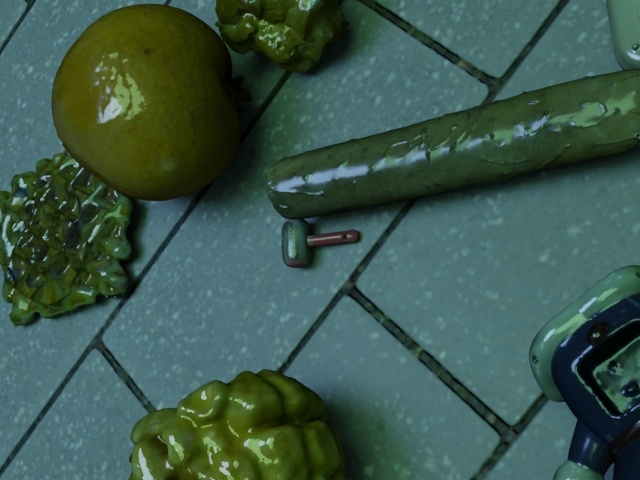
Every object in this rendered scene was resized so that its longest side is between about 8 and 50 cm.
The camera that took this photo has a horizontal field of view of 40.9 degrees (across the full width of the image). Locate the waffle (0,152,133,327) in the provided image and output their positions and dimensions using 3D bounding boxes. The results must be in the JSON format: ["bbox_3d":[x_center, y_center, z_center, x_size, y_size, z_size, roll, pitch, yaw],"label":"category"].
[{"bbox_3d":[-0.317,-0.014,1.046,0.223,0.054,0.204,-17,70,26],"label":"waffle"}]

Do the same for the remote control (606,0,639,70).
[{"bbox_3d":[0.292,-0.247,0.771,0.078,0.042,0.222,-11,73,26],"label":"remote control"}]

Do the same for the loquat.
[{"bbox_3d":[-0.177,-0.142,0.918,0.208,0.208,0.208,-7,74,28],"label":"loquat"}]

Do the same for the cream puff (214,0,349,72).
[{"bbox_3d":[-0.048,-0.252,0.916,0.156,0.121,0.156,-4,82,28],"label":"cream puff"}]

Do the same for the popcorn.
[{"bbox_3d":[-0.082,0.232,0.771,0.226,0.203,0.200,-54,47,28],"label":"popcorn"}]

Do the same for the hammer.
[{"bbox_3d":[0.000,0.000,0.884,0.083,0.031,0.053,-6,77,17],"label":"hammer"}]

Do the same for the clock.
[{"bbox_3d":[0.265,0.150,0.635,0.199,0.146,0.243,-37,55,11],"label":"clock"}]

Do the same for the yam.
[{"bbox_3d":[0.121,-0.084,0.805,0.371,0.083,0.083,-10,73,28],"label":"yam"}]
